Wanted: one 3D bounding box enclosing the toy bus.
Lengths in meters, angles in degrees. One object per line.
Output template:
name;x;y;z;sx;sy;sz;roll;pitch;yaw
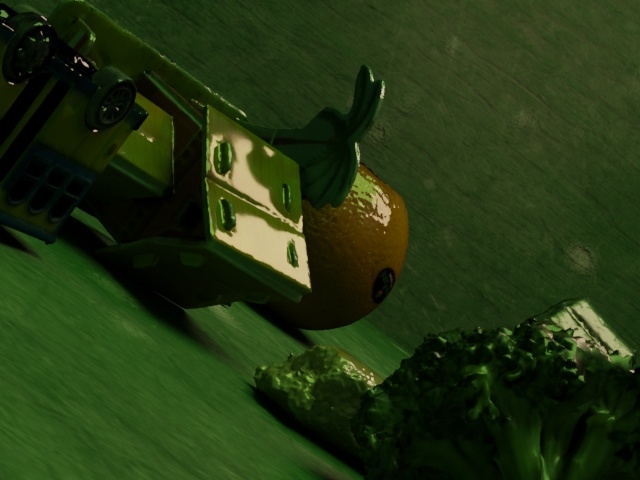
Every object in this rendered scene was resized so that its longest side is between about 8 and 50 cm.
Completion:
toy bus;-0.282;-0.117;1.115;0.138;0.175;0.287;38;2;22

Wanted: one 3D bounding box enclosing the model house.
model house;-0.122;-0.105;1.454;0.300;0.340;0.323;33;8;-43

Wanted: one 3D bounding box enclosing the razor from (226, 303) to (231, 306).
razor;-0.166;0.038;1.763;0.154;0.028;0.044;36;2;-29

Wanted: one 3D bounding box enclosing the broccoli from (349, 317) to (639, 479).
broccoli;0.184;0.197;1.192;0.288;0.260;0.235;-13;-12;30

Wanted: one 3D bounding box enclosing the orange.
orange;0.000;0.000;2.092;0.274;0.274;0.274;37;2;-1

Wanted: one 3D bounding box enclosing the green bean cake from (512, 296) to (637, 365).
green bean cake;0.309;0.251;2.188;0.308;0.300;0.169;-25;69;-41

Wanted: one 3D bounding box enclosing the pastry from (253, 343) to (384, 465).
pastry;0.051;0.184;1.375;0.258;0.089;0.121;39;-12;-19
